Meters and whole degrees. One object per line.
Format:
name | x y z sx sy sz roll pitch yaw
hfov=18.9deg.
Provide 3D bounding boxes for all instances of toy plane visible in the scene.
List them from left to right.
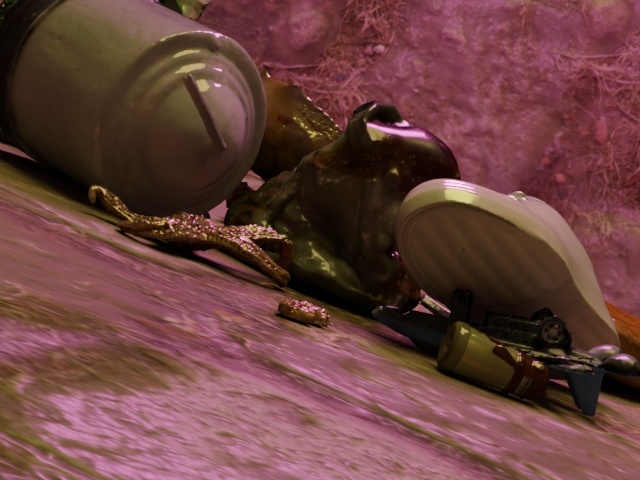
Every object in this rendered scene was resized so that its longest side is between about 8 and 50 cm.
toy plane | 0.171 0.090 1.799 0.246 0.078 0.169 21 4 -2

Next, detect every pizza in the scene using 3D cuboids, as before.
pizza | -0.076 -0.127 2.093 0.204 0.080 0.188 47 -20 -5
pizza | -0.012 0.062 1.666 0.037 0.016 0.083 32 7 30
pizza | 0.341 0.124 2.196 0.258 0.087 0.268 25 4 -15

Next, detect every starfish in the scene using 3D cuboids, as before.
starfish | -0.122 -0.013 1.833 0.209 0.053 0.150 20 0 1

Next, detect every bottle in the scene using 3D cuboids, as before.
bottle | 0.157 0.109 1.710 0.101 0.047 0.063 23 13 -10

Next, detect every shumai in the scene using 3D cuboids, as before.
shumai | 0.033 -0.043 1.992 0.222 0.204 0.272 19 2 -32

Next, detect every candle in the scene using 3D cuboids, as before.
candle | -0.190 -0.139 1.996 0.221 0.221 0.342 18 10 -43

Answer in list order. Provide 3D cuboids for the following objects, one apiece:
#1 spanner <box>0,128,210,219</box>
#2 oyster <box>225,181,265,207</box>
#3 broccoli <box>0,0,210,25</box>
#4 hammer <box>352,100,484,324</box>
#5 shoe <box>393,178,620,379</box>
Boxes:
spanner | -0.270 -0.085 2.207 0.316 0.024 0.087 24 6 12
oyster | -0.007 -0.040 2.368 0.275 0.100 0.271 8 -2 34
broccoli | -0.245 -0.213 2.321 0.308 0.275 0.308 43 17 -17
hammer | 0.112 -0.022 2.062 0.137 0.037 0.290 -9 -65 57
shoe | 0.179 -0.001 1.889 0.363 0.132 0.160 39 30 -48
